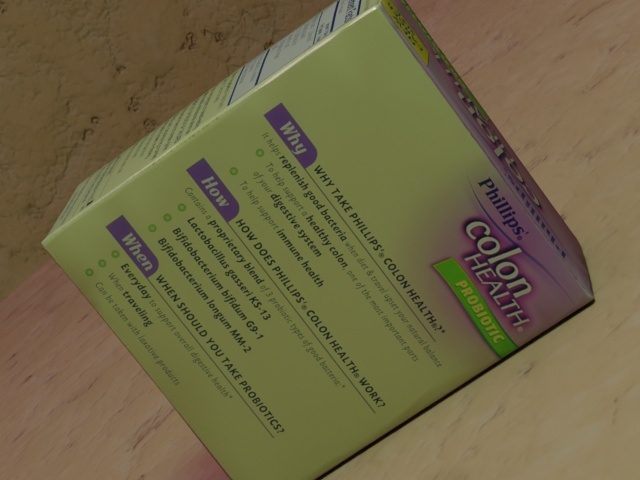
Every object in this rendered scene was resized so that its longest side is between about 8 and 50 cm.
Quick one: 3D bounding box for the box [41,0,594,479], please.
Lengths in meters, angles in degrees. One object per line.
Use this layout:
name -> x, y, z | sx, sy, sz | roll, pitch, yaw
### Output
box -> 0.000, 0.000, 1.071 | 0.243, 0.213, 0.117 | -34, 13, 14
